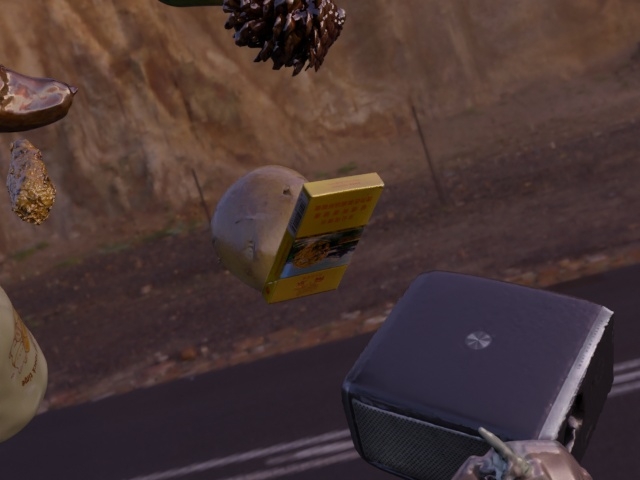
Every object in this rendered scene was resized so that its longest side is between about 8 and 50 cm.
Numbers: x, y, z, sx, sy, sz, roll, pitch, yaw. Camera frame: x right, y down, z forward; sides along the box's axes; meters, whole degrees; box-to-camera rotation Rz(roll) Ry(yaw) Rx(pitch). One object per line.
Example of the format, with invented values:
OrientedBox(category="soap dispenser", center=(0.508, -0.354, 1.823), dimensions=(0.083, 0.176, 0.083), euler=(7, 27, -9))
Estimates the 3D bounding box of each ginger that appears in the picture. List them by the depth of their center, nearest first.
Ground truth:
OrientedBox(category="ginger", center=(-0.470, -0.196, 1.174), dimensions=(0.309, 0.107, 0.133), euler=(14, -16, 29))

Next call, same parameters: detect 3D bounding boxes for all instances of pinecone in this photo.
OrientedBox(category="pinecone", center=(-0.051, -0.311, 1.275), dimensions=(0.174, 0.173, 0.173), euler=(-18, 8, 2))

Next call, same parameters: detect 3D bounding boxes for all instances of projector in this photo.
OrientedBox(category="projector", center=(0.303, 0.274, 1.734), dimensions=(0.405, 0.242, 0.395), euler=(11, 43, 30))

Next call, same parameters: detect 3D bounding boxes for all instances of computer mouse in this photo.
OrientedBox(category="computer mouse", center=(0.251, 0.333, 1.094), dimensions=(0.200, 0.389, 0.115), euler=(-31, 28, 7))

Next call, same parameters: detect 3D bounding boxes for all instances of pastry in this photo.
OrientedBox(category="pastry", center=(-0.420, -0.085, 1.320), dimensions=(0.056, 0.080, 0.140), euler=(5, 27, -36))

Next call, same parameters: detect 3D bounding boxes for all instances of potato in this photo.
OrientedBox(category="potato", center=(-0.122, -0.042, 1.750), dimensions=(0.239, 0.116, 0.299), euler=(-51, 39, 10))

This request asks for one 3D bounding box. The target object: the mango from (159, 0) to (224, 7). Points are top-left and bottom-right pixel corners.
OrientedBox(category="mango", center=(-0.200, -0.513, 1.746), dimensions=(0.238, 0.137, 0.091), euler=(0, -13, 8))

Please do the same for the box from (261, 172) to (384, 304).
OrientedBox(category="box", center=(0.000, 0.000, 0.908), dimensions=(0.087, 0.023, 0.155), euler=(-14, -36, -34))

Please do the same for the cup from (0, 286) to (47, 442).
OrientedBox(category="cup", center=(-0.455, 0.173, 1.100), dimensions=(0.173, 0.202, 0.255), euler=(15, 58, 15))
